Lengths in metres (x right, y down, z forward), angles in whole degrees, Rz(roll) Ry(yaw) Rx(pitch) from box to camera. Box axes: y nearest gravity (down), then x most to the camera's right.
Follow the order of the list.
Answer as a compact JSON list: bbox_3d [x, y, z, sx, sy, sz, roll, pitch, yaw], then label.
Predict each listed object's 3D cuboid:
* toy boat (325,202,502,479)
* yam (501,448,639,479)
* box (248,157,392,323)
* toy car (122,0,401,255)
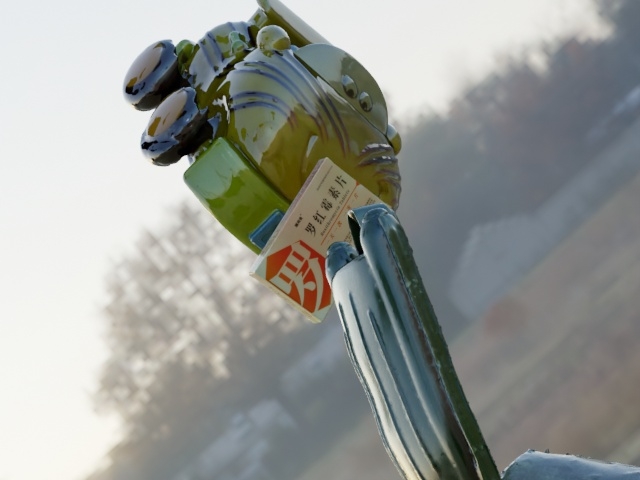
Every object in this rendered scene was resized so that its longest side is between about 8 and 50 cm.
[{"bbox_3d":[0.053,0.080,1.087,0.052,0.210,0.104,-18,-10,-22],"label":"toy boat"},{"bbox_3d":[0.216,0.222,1.250,0.154,0.254,0.154,-38,-45,-51],"label":"yam"},{"bbox_3d":[0.000,0.000,1.229,0.093,0.058,0.015,-58,19,-17],"label":"box"},{"bbox_3d":[-0.023,-0.080,1.362,0.142,0.200,0.248,-45,33,12],"label":"toy car"}]
